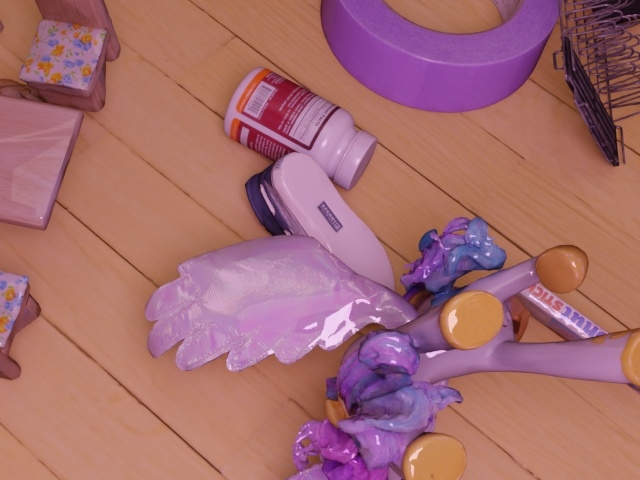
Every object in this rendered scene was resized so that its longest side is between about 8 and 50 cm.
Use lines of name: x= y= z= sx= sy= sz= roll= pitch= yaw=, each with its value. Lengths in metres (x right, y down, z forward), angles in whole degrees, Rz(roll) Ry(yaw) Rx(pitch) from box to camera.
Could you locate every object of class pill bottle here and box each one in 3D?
pill bottle: x=-0.020 y=-0.116 z=1.102 sx=0.152 sy=0.086 sz=0.086 roll=29 pitch=61 yaw=8

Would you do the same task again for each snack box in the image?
snack box: x=0.259 y=0.092 z=1.033 sx=0.178 sy=0.064 sz=0.022 roll=36 pitch=82 yaw=13

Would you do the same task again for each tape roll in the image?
tape roll: x=0.140 y=-0.287 z=1.220 sx=0.274 sy=0.090 sz=0.275 roll=3 pitch=61 yaw=-6

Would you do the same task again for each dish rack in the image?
dish rack: x=0.318 y=-0.228 z=1.154 sx=0.074 sy=0.208 sz=0.272 roll=-14 pitch=55 yaw=29

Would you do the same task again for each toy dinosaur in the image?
toy dinosaur: x=-0.346 y=-0.144 z=1.103 sx=0.183 sy=0.053 sz=0.093 roll=-19 pitch=50 yaw=-26

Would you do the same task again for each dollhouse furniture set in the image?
dollhouse furniture set: x=-0.423 y=-0.114 z=0.912 sx=0.394 sy=0.256 sz=0.362 roll=11 pitch=70 yaw=5

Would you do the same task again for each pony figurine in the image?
pony figurine: x=0.064 y=0.109 z=0.859 sx=0.351 sy=0.363 sz=0.303 roll=-23 pitch=93 yaw=-14

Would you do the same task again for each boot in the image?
boot: x=0.000 y=0.000 z=1.055 sx=0.069 sy=0.086 sz=0.190 roll=-36 pitch=99 yaw=-32
